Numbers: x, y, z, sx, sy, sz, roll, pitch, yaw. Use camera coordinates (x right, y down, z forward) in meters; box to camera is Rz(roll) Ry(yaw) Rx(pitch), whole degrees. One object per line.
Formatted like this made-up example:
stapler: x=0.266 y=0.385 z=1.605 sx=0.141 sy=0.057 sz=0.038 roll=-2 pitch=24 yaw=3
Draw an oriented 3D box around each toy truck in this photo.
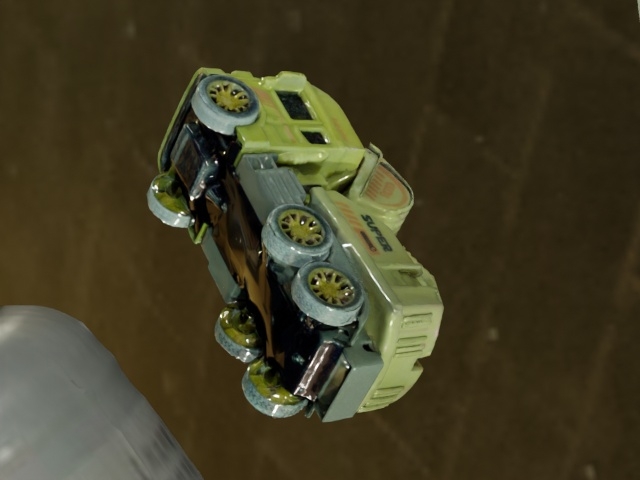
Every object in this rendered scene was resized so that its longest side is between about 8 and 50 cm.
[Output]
toy truck: x=0.000 y=0.000 z=0.994 sx=0.191 sy=0.116 sz=0.085 roll=61 pitch=138 yaw=35

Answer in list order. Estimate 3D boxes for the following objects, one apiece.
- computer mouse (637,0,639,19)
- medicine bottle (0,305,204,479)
computer mouse: x=0.251 y=-0.215 z=1.173 sx=0.097 sy=0.159 sz=0.288 roll=9 pitch=113 yaw=33
medicine bottle: x=-0.153 y=0.108 z=0.556 sx=0.306 sy=0.245 sz=0.245 roll=54 pitch=149 yaw=-3
